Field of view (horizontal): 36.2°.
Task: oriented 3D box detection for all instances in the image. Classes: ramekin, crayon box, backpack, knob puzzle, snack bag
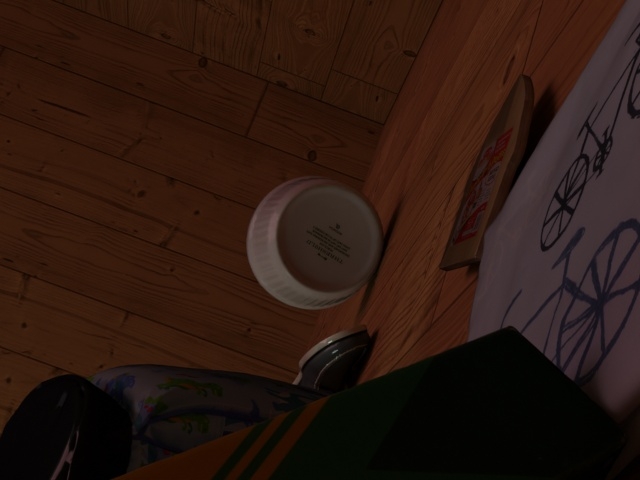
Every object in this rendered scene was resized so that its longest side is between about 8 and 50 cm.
[{"bbox_3d":[0.000,0.000,1.909,0.273,0.273,0.127,-70,14,-10],"label":"ramekin"},{"bbox_3d":[-0.036,0.171,0.396,0.318,0.081,0.202,-16,-44,-33],"label":"crayon box"},{"bbox_3d":[-0.104,0.230,0.930,0.290,0.355,0.273,-10,52,62],"label":"backpack"},{"bbox_3d":[0.171,-0.064,0.924,0.213,0.030,0.213,-160,90,-89],"label":"knob puzzle"},{"bbox_3d":[0.152,0.010,0.577,0.342,0.037,0.323,-72,4,-46],"label":"snack bag"}]

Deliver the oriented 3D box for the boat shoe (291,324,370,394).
[{"bbox_3d":[0.016,0.247,1.627,0.099,0.116,0.319,61,144,23],"label":"boat shoe"}]
